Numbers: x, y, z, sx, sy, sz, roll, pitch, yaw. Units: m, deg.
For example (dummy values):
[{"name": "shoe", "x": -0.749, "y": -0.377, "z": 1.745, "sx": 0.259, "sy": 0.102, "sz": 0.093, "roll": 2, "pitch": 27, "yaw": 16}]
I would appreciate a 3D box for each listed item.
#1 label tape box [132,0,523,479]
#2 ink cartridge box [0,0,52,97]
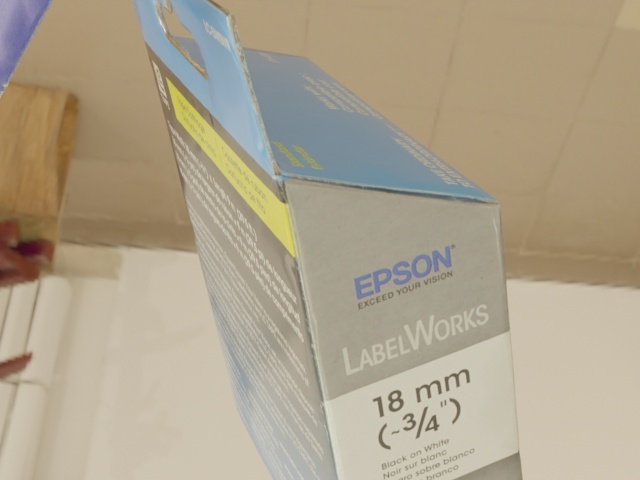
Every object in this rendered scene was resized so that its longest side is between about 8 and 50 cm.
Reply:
[{"name": "label tape box", "x": 0.000, "y": 0.000, "z": 0.589, "sx": 0.105, "sy": 0.240, "sz": 0.334, "roll": -19, "pitch": 120, "yaw": -14}, {"name": "ink cartridge box", "x": -0.167, "y": -0.181, "z": 0.401, "sx": 0.045, "sy": 0.224, "sz": 0.223, "roll": -30, "pitch": 172, "yaw": -42}]
